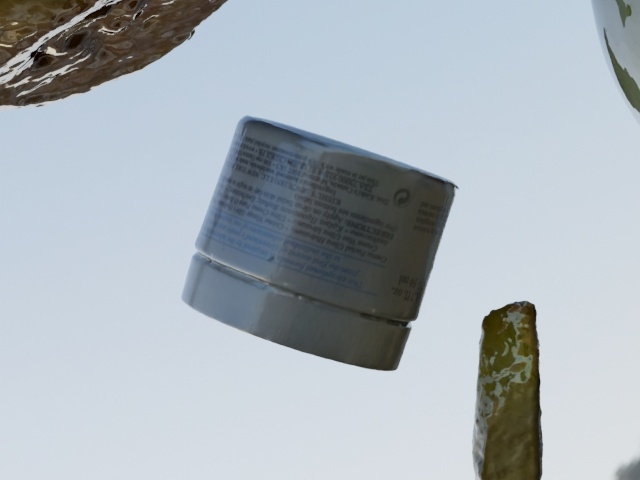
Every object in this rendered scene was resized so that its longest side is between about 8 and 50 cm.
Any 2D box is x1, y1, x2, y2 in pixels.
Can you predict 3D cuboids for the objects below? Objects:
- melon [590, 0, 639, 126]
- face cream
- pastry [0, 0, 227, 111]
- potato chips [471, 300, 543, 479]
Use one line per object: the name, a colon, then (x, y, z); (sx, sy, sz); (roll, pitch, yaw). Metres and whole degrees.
melon: (0.253, -0.151, 0.872); (0.272, 0.272, 0.308); (-44, -46, -21)
face cream: (0.000, 0.000, 1.367); (0.177, 0.177, 0.153); (12, -82, -65)
pastry: (-0.200, -0.207, 1.318); (0.356, 0.163, 0.356); (-21, -7, -3)
potato chips: (0.155, 0.250, 1.478); (0.080, 0.057, 0.407); (-66, -27, -69)
